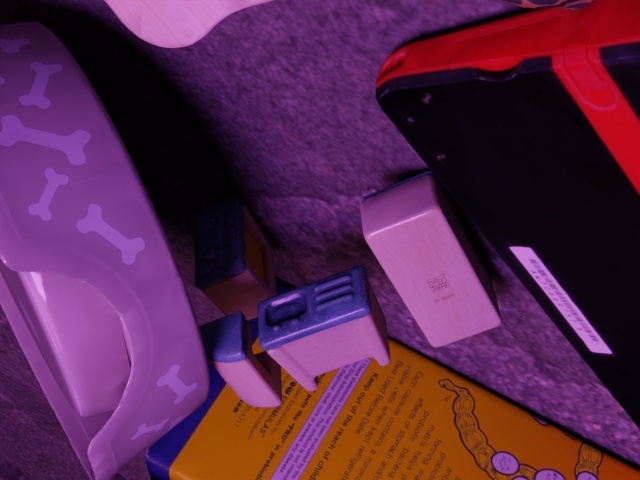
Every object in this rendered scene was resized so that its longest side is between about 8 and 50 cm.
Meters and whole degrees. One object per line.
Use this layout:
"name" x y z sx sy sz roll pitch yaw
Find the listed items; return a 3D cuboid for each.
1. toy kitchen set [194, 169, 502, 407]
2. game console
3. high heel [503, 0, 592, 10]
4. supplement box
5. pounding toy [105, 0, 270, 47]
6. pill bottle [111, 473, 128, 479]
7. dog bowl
"toy kitchen set" 0.000 0.000 0.822 0.207 0.166 0.122 -21 131 14
"game console" 0.246 0.019 0.611 0.386 0.060 0.342 48 154 -26
"high heel" 0.159 -0.151 0.420 0.261 0.093 0.186 -1 162 29
"supplement box" 0.057 0.222 0.975 0.356 0.195 0.194 28 152 13
"pounding toy" -0.082 -0.228 0.515 0.269 0.155 0.154 42 125 -8
"pill bottle" -0.114 0.261 0.887 0.186 0.112 0.112 35 153 0
"dog bowl" -0.192 0.002 0.834 0.349 0.102 0.349 55 161 30
